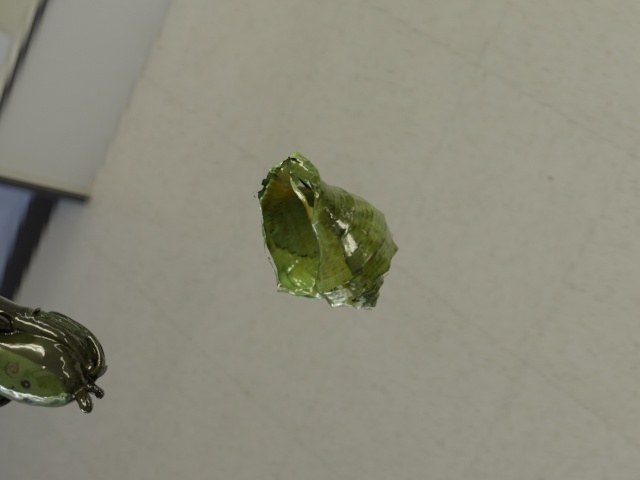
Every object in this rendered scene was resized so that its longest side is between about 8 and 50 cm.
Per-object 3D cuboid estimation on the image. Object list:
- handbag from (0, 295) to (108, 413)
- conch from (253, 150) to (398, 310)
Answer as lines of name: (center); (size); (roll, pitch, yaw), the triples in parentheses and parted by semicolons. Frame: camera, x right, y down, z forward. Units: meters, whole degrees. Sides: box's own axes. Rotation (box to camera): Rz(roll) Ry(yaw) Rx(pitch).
handbag: (-0.160, 0.059, 0.851); (0.111, 0.047, 0.072); (14, 134, 18)
conch: (0.000, 0.000, 1.083); (0.089, 0.121, 0.074); (-31, 15, 14)
